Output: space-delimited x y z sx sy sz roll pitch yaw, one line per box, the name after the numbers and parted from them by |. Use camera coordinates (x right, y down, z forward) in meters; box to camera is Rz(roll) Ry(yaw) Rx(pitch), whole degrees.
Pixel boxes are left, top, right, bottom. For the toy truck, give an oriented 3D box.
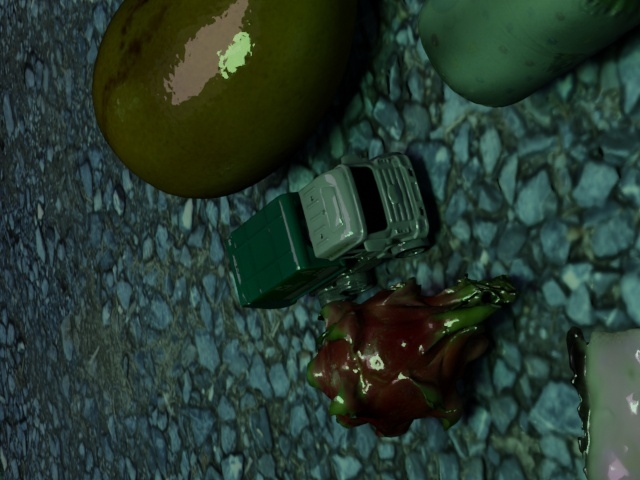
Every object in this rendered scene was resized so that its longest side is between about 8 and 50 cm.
0.000 0.000 1.096 0.253 0.124 0.114 -36 66 55 | toy truck

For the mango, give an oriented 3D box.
-0.095 -0.198 1.133 0.378 0.221 0.263 -46 52 39 | mango

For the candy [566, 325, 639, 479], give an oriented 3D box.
0.263 0.177 0.705 0.155 0.116 0.265 -9 85 57 | candy

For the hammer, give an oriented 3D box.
0.151 -0.285 0.849 0.206 0.119 0.335 -32 61 52 | hammer

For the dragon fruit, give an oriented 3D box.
0.087 0.101 0.969 0.236 0.135 0.137 -21 69 38 | dragon fruit
